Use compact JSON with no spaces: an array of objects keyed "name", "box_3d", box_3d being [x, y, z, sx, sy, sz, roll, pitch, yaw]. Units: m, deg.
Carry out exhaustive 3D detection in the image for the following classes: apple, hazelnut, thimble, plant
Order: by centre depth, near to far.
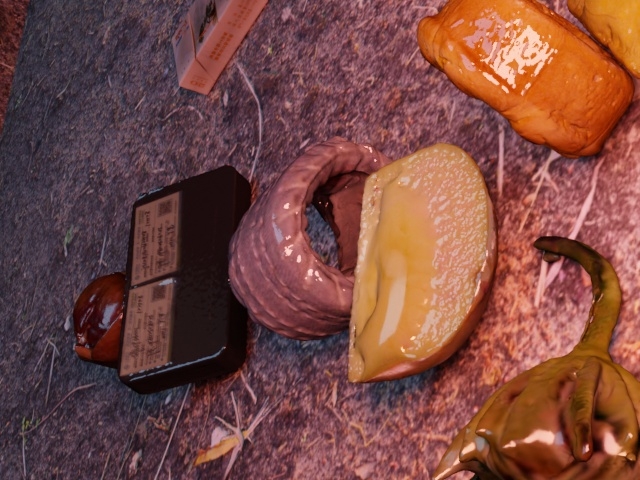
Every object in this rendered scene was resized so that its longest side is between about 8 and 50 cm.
[{"name":"plant","box_3d":[0.220,0.106,1.164,0.251,0.180,0.333,-13,58,47]},{"name":"apple","box_3d":[0.133,0.029,1.421,0.193,0.120,0.265,-16,61,44]},{"name":"thimble","box_3d":[0.000,0.000,1.581,0.172,0.205,0.236,-32,47,52]},{"name":"hazelnut","box_3d":[-0.331,0.128,2.145,0.201,0.160,0.170,139,144,-74]}]

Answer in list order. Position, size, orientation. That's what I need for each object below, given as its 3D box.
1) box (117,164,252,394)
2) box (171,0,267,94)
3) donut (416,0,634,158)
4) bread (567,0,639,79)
[{"name":"box","box_3d":[-0.210,0.058,2.000,0.211,0.058,0.350,-17,54,26]},{"name":"box","box_3d":[-0.186,-0.398,2.328,0.233,0.067,0.149,-53,32,31]},{"name":"donut","box_3d":[0.209,-0.176,1.298,0.114,0.226,0.226,-54,31,16]},{"name":"bread","box_3d":[0.330,-0.257,1.276,0.161,0.088,0.233,-54,28,19]}]
